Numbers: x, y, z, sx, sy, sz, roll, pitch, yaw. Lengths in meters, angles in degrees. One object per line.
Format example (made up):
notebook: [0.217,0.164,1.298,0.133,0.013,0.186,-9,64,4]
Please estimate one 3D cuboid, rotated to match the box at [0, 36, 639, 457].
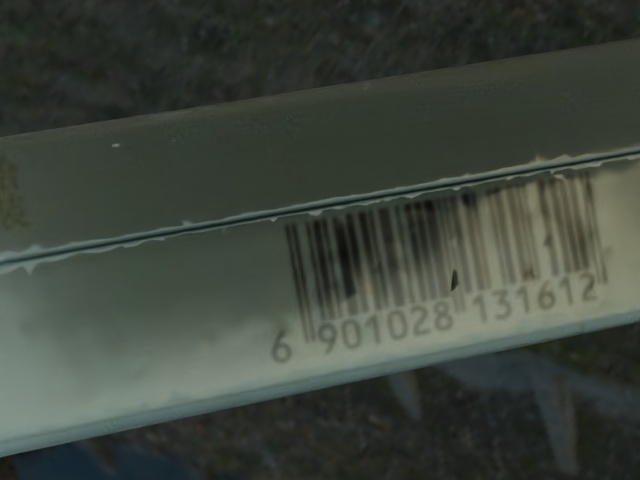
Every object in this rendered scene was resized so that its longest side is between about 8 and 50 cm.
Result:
box: [0.000,0.000,0.402,0.141,0.201,0.058,168,90,-73]
